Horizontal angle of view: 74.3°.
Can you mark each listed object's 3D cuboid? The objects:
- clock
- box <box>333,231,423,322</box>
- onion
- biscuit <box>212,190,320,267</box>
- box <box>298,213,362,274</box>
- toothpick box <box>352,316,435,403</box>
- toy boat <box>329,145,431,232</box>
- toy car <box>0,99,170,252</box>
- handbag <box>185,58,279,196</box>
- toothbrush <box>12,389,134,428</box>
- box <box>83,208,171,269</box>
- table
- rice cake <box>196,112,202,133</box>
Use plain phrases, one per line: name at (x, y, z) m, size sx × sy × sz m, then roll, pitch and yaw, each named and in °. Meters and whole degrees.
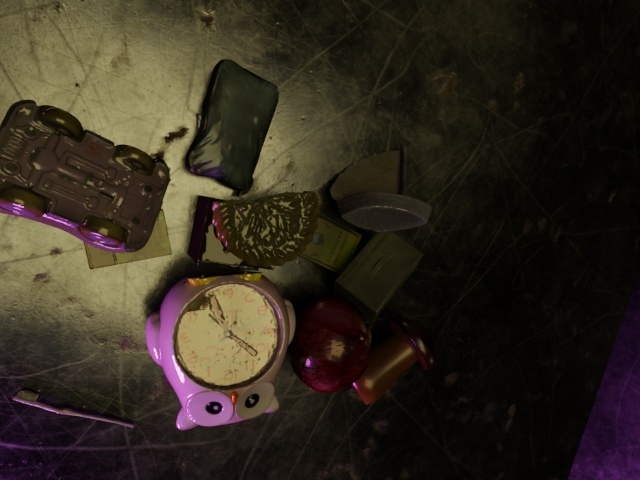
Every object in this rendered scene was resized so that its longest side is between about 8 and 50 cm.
clock at (-0.246, 0.265, 1.086) m, size 0.369 × 0.251 × 0.375 m, roll -3°, pitch 91°, yaw -21°
box at (0.170, 0.100, 1.260) m, size 0.149 × 0.155 × 0.231 m, roll 38°, pitch 72°, yaw 15°
onion at (0.019, 0.288, 1.194) m, size 0.277 × 0.276 × 0.275 m, roll -3°, pitch 98°, yaw -23°
biscuit at (-0.119, -0.025, 1.036) m, size 0.274 × 0.036 × 0.187 m, roll -13°, pitch 101°, yaw -23°
box at (0.000, 0.000, 1.261) m, size 0.220 × 0.064 × 0.140 m, roll 27°, pitch 87°, yaw -23°
toothpick box at (0.223, 0.377, 1.344) m, size 0.295 × 0.192 × 0.192 m, roll -34°, pitch 109°, yaw -10°
toy boat at (0.164, -0.145, 1.252) m, size 0.277 × 0.293 × 0.111 m, roll -9°, pitch 141°, yaw -8°
toy car at (-0.549, -0.122, 0.944) m, size 0.336 × 0.227 × 0.241 m, roll 27°, pitch 66°, yaw -40°
handbag at (-0.227, -0.293, 1.112) m, size 0.192 × 0.075 × 0.331 m, roll 19°, pitch 85°, yaw -36°
toothbrush at (-0.615, 0.435, 1.068) m, size 0.295 × 0.026 × 0.028 m, roll 31°, pitch 69°, yaw -23°
box at (-0.487, -0.006, 1.066) m, size 0.193 × 0.030 × 0.121 m, roll -12°, pitch 101°, yaw -23°
table at (-0.224, -0.014, 1.104) m, size 0.193 × 0.169 × 0.172 m, roll 10°, pitch 93°, yaw -26°
rice cake at (-0.313, -0.273, 1.112) m, size 0.022 × 0.022 × 0.120 m, roll -4°, pitch 98°, yaw -33°
